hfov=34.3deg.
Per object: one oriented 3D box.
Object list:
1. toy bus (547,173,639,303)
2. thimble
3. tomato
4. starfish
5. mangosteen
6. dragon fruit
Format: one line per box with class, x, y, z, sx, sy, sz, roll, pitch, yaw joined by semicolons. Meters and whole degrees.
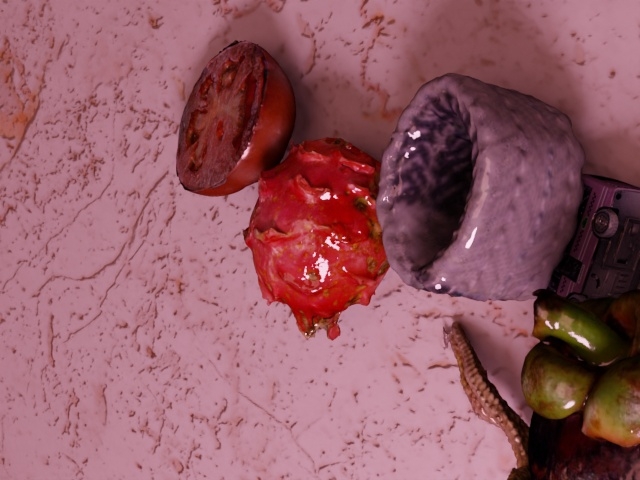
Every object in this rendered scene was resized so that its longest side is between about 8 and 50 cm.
toy bus;0.312;0.020;1.166;0.098;0.087;0.178;39;117;59
thimble;0.180;-0.054;1.173;0.217;0.157;0.245;-1;81;60
tomato;-0.110;-0.157;1.408;0.225;0.085;0.225;-23;60;47
starfish;0.225;0.326;1.164;0.132;0.384;0.398;-14;101;15
mangosteen;0.342;0.194;1.043;0.311;0.311;0.311;4;97;33
dragon fruit;0.000;0.000;1.313;0.205;0.210;0.268;27;115;46
